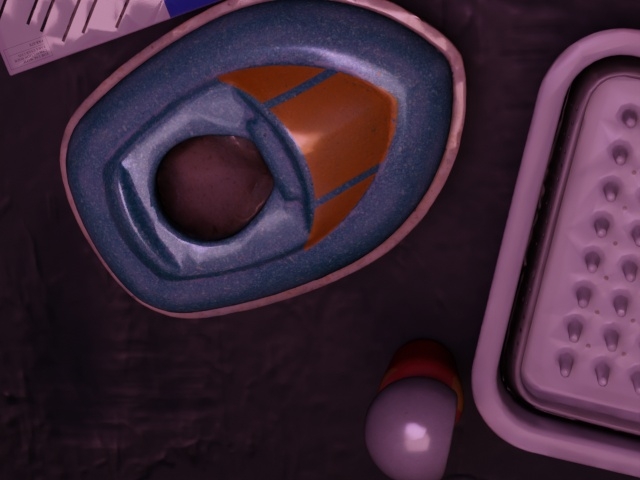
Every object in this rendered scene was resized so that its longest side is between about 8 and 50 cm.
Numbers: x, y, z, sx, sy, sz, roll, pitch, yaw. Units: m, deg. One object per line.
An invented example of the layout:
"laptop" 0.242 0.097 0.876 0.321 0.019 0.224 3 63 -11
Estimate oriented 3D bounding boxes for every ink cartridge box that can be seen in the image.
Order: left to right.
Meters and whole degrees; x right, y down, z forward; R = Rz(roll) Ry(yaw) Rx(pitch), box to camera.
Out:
"ink cartridge box" -0.117 -0.185 1.089 0.207 0.046 0.097 -18 104 11

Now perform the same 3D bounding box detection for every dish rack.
"dish rack" 0.279 0.022 1.094 0.332 0.072 0.286 13 108 2

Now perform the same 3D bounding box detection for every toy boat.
"toy boat" 0.000 0.000 1.078 0.267 0.148 0.318 -30 101 13
